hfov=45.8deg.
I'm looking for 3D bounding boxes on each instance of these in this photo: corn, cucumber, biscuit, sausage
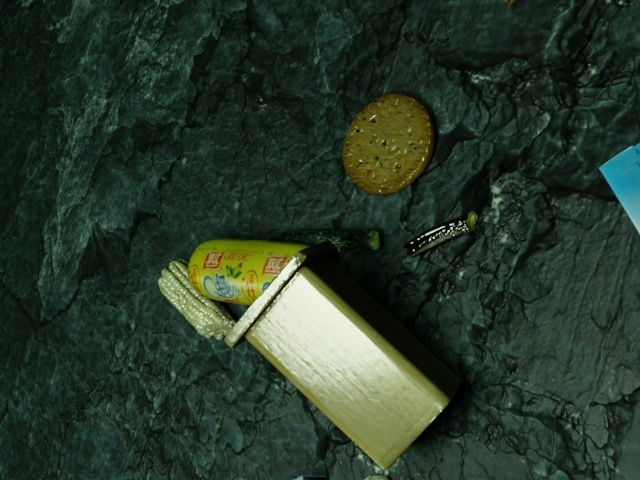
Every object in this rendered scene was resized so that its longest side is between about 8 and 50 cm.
[{"bbox_3d":[-0.248,0.124,1.502,0.087,0.087,0.211,-52,54,13],"label":"corn"},{"bbox_3d":[0.196,-0.012,1.236,0.135,0.033,0.034,-23,26,30],"label":"cucumber"},{"bbox_3d":[0.120,-0.171,1.342,0.188,0.027,0.187,-11,71,36],"label":"biscuit"},{"bbox_3d":[-0.112,0.060,1.388,0.347,0.123,0.123,3,79,37],"label":"sausage"},{"bbox_3d":[0.000,-0.001,1.373,0.257,0.044,0.043,-2,119,39],"label":"cucumber"}]

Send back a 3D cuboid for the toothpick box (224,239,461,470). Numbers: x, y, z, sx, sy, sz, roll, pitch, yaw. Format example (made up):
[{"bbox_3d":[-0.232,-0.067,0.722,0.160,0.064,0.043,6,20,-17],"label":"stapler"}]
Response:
[{"bbox_3d":[0.044,0.173,1.154,0.308,0.190,0.187,42,103,11],"label":"toothpick box"}]

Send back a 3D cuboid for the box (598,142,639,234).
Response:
[{"bbox_3d":[0.455,-0.020,0.974,0.073,0.139,0.194,-35,58,26],"label":"box"}]

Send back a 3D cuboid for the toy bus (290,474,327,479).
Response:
[{"bbox_3d":[-0.015,0.473,1.232,0.076,0.073,0.167,-26,59,32],"label":"toy bus"}]

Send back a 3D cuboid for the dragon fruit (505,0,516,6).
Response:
[{"bbox_3d":[0.333,-0.434,1.225,0.081,0.086,0.116,41,116,-2],"label":"dragon fruit"}]

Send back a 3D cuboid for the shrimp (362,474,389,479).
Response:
[{"bbox_3d":[0.079,0.453,1.197,0.091,0.034,0.160,-11,64,47],"label":"shrimp"}]
